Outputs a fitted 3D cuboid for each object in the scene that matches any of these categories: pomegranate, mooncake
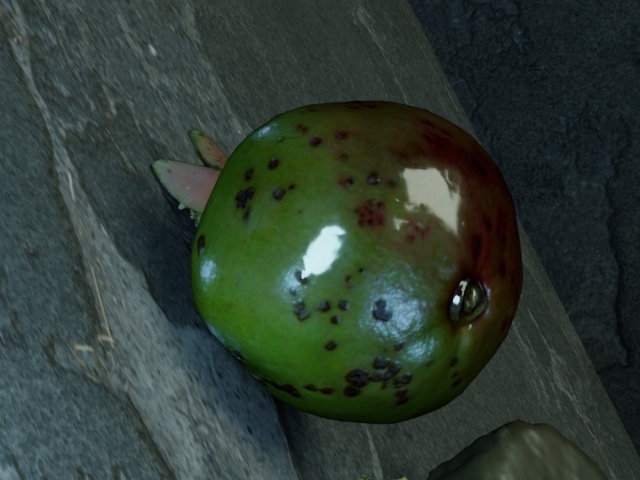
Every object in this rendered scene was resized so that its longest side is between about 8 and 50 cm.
[{"bbox_3d":[-0.003,0.018,1.518,0.291,0.323,0.291,2,90,-68],"label":"pomegranate"},{"bbox_3d":[0.194,0.293,1.750,0.228,0.124,0.228,33,39,-32],"label":"mooncake"}]

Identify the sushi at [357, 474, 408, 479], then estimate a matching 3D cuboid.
[{"bbox_3d":[0.102,0.312,1.430,0.291,0.131,0.139,54,13,10],"label":"sushi"}]
